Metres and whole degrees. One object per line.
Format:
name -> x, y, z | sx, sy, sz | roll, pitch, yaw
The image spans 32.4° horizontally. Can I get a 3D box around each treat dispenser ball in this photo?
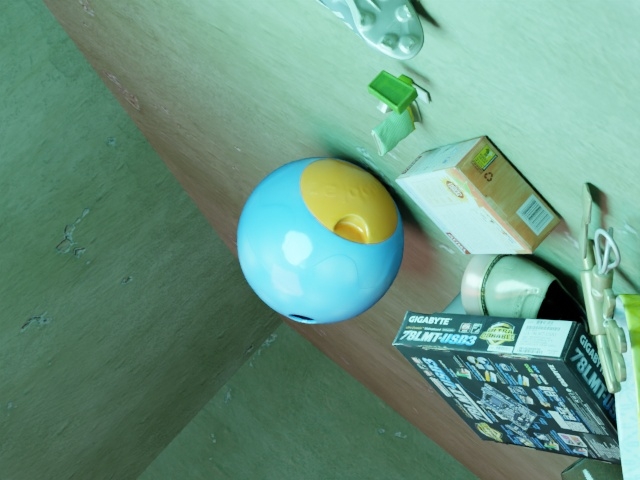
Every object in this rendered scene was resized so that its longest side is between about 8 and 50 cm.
treat dispenser ball -> 0.000, 0.000, 1.892 | 0.288, 0.288, 0.288 | 41, 169, 10

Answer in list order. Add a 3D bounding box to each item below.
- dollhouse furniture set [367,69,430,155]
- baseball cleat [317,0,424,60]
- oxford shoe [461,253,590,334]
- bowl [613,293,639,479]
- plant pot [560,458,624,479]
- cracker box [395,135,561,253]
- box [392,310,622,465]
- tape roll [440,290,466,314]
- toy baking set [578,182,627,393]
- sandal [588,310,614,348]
dollhouse furniture set -> 0.109, -0.162, 1.458 | 0.058, 0.076, 0.152 | 38, 167, 28
baseball cleat -> 0.046, -0.283, 1.297 | 0.206, 0.072, 0.109 | 46, -177, 10
oxford shoe -> 0.347, 0.163, 1.688 | 0.146, 0.140, 0.397 | 17, 158, 41
bowl -> 0.449, 0.205, 1.336 | 0.156, 0.289, 0.289 | -4, 155, 9
plant pot -> 0.569, 0.511, 2.092 | 0.230, 0.215, 0.215 | 56, 171, 12
cracker box -> 0.211, -0.057, 1.516 | 0.156, 0.067, 0.232 | 46, 168, -11
box -> 0.300, 0.217, 1.619 | 0.293, 0.073, 0.295 | 2, 144, 45
tape roll -> 0.322, 0.182, 2.002 | 0.219, 0.072, 0.219 | 42, 169, 10
toy baking set -> 0.347, 0.060, 1.334 | 0.197, 0.030, 0.256 | 41, -140, -84
sandal -> 0.409, 0.131, 1.531 | 0.049, 0.072, 0.180 | 20, 160, 27
